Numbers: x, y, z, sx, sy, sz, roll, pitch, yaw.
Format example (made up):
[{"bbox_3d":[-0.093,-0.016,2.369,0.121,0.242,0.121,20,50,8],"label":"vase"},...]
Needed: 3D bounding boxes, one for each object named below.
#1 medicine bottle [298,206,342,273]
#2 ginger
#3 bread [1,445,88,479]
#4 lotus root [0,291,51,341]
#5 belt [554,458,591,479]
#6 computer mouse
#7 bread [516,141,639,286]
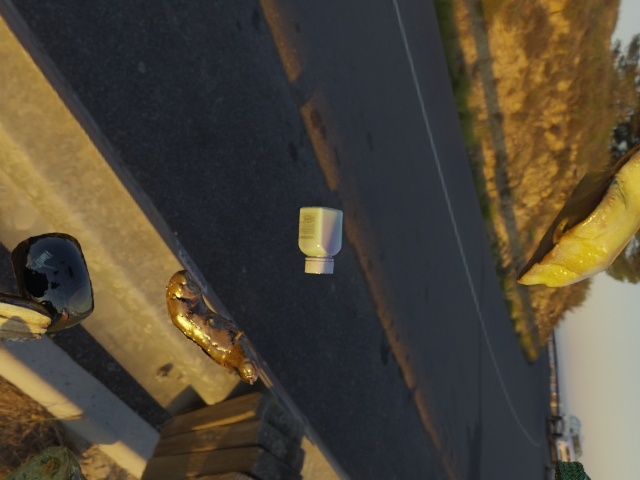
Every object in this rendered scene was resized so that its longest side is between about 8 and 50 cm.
[{"bbox_3d":[0.000,0.000,0.937,0.074,0.055,0.118,3,88,-57],"label":"medicine bottle"},{"bbox_3d":[-0.260,0.209,1.233,0.309,0.133,0.107,48,44,-4],"label":"ginger"},{"bbox_3d":[-0.652,0.662,1.249,0.238,0.196,0.252,-146,-140,-69],"label":"bread"},{"bbox_3d":[-0.760,0.139,1.113,0.329,0.167,0.078,27,33,-42],"label":"lotus root"},{"bbox_3d":[0.601,0.587,1.223,0.151,0.079,0.121,34,58,-67],"label":"belt"},{"bbox_3d":[-0.679,0.116,1.327,0.170,0.100,0.269,-15,124,-30],"label":"computer mouse"},{"bbox_3d":[0.341,-0.018,0.650,0.161,0.088,0.233,-55,162,-14],"label":"bread"}]
